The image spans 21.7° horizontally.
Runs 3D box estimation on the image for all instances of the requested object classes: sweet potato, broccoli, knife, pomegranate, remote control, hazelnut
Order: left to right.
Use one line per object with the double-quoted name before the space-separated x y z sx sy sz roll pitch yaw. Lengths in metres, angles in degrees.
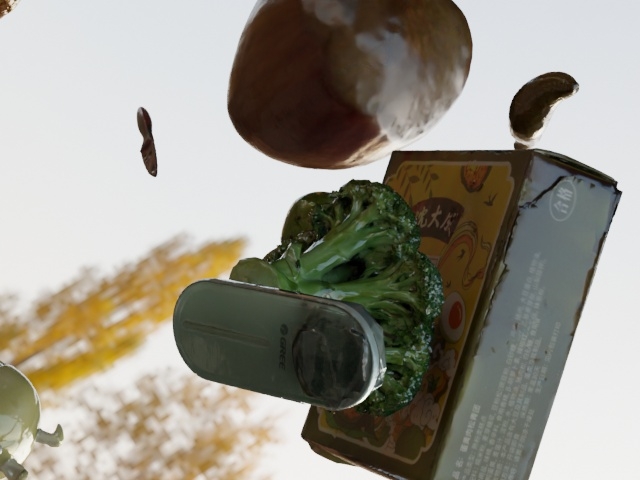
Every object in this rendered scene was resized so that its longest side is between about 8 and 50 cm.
"knife" -0.271 -0.152 2.603 0.018 0.035 0.247 27 21 -23
"remote control" -0.040 0.095 1.599 0.247 0.052 0.104 11 -77 36
"pomegranate" -0.004 0.012 2.693 0.156 0.156 0.220 54 -48 13
"broccoli" 0.008 0.059 1.853 0.254 0.269 0.269 -1 -59 36
"hazelnut" 0.037 -0.260 2.443 0.366 0.366 0.366 47 -24 28
"sweet potato" 0.264 -0.154 2.101 0.059 0.069 0.249 62 -15 15

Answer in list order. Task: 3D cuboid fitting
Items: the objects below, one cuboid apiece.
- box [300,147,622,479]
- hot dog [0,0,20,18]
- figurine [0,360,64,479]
"box" 0.158 0.099 2.019 0.138 0.420 0.373 20 -5 -22
"hot dog" -0.427 -0.234 1.845 0.269 0.115 0.072 -22 -80 40
"figurine" -0.419 0.118 1.575 0.394 0.226 0.274 30 -50 11
